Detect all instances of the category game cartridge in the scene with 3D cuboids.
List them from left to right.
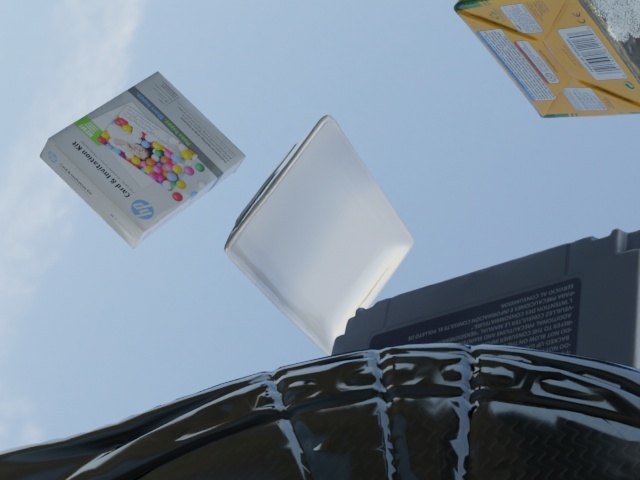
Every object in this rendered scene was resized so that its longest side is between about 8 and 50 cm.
[{"bbox_3d":[0.118,0.112,0.919,0.294,0.060,0.196,-20,-139,40],"label":"game cartridge"}]

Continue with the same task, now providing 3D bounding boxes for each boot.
[{"bbox_3d":[-0.019,0.207,0.469,0.377,0.284,0.138,-14,-159,2],"label":"boot"}]

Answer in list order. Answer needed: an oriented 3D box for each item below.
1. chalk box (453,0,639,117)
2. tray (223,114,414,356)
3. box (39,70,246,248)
[{"bbox_3d":[0.312,-0.291,1.285,0.179,0.180,0.289,5,-126,56],"label":"chalk box"},{"bbox_3d":[0.000,0.000,1.111,0.030,0.270,0.145,33,-99,29],"label":"tray"},{"bbox_3d":[-0.191,-0.092,1.362,0.186,0.145,0.038,-41,173,-43],"label":"box"}]
